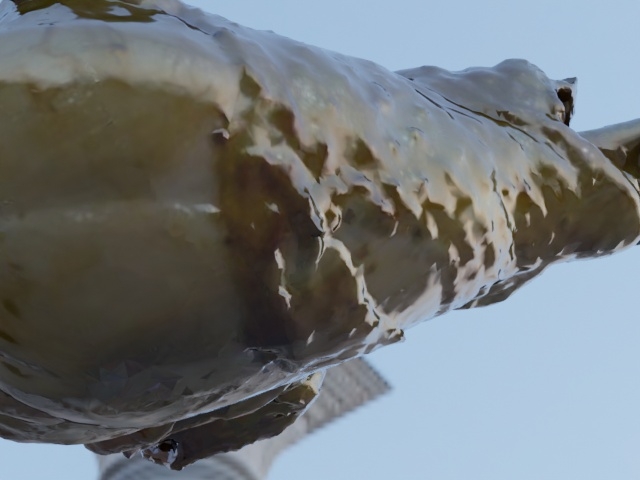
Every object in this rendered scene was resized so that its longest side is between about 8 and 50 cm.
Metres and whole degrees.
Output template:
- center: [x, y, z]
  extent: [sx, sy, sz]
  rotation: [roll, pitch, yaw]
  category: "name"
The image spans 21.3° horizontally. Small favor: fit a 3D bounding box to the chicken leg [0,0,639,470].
- center: [0.000, 0.000, 0.756]
  extent: [0.409, 0.182, 0.295]
  rotation: [-10, -33, -25]
  category: "chicken leg"
